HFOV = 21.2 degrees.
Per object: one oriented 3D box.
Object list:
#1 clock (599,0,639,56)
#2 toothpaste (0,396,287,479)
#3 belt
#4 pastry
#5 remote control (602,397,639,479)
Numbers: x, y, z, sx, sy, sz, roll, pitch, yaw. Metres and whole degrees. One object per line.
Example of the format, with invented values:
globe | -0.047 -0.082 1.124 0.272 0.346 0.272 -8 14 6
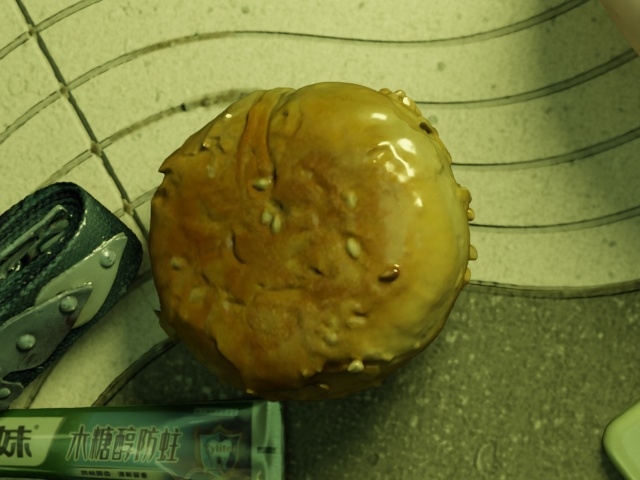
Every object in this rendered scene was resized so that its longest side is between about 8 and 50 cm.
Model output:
clock | 0.353 -0.223 1.341 0.250 0.368 0.377 -40 41 16
toothpaste | -0.225 0.198 1.640 0.392 0.061 0.099 -1 87 11
belt | -0.268 0.051 1.625 0.218 0.128 0.122 -42 44 8
pastry | 0.000 0.000 1.524 0.315 0.184 0.284 -17 80 32
remote control | 0.388 0.116 1.510 0.309 0.038 0.090 -39 83 11
